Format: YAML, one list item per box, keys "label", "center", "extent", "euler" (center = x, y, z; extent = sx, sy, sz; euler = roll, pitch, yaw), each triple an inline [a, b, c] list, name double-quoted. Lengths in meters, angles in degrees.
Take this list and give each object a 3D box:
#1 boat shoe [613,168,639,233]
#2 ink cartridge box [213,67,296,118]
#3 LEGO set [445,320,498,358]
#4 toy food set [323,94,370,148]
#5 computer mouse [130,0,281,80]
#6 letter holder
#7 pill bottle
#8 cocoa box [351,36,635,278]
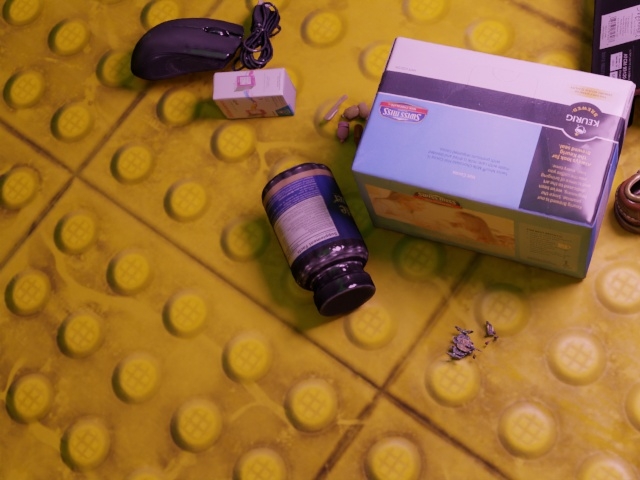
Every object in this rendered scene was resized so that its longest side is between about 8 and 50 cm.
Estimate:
- label: "boat shoe"
  center: [0.582, -0.096, 1.423]
  extent: [0.307, 0.104, 0.111]
  euler: [-24, 66, 2]
- label: "ink cartridge box"
  center: [-0.111, -0.245, 1.638]
  extent: [0.122, 0.088, 0.052]
  euler: [-1, 74, 12]
- label: "LEGO set"
  center: [0.223, 0.152, 1.454]
  extent: [0.083, 0.023, 0.054]
  euler: [-8, 69, -5]
- label: "toy food set"
  center: [0.068, -0.183, 1.616]
  extent: [0.122, 0.019, 0.078]
  euler: [40, 82, 15]
- label: "computer mouse"
  center: [-0.210, -0.348, 1.682]
  extent: [0.272, 0.072, 0.189]
  euler: [-8, 41, 14]
- label: "letter holder"
  center: [0.541, -0.322, 1.511]
  extent: [0.152, 0.214, 0.302]
  euler: [-10, 64, 43]
- label: "pill bottle"
  center: [0.000, 0.000, 1.502]
  extent: [0.122, 0.123, 0.219]
  euler: [-25, 67, 2]
- label: "cocoa box"
  center: [0.252, -0.117, 1.433]
  extent: [0.347, 0.231, 0.228]
  euler: [15, 73, 17]
